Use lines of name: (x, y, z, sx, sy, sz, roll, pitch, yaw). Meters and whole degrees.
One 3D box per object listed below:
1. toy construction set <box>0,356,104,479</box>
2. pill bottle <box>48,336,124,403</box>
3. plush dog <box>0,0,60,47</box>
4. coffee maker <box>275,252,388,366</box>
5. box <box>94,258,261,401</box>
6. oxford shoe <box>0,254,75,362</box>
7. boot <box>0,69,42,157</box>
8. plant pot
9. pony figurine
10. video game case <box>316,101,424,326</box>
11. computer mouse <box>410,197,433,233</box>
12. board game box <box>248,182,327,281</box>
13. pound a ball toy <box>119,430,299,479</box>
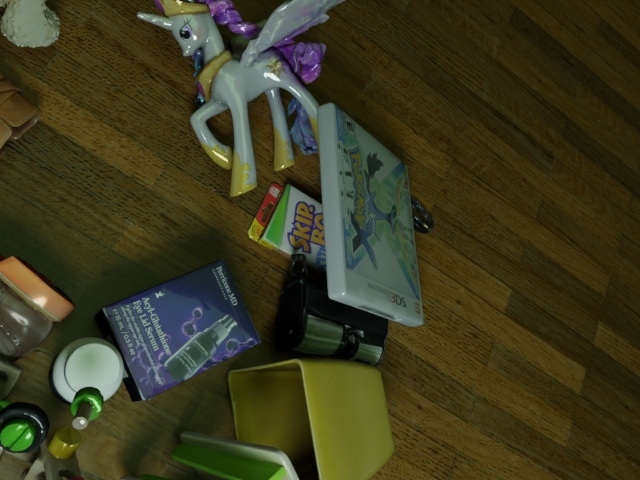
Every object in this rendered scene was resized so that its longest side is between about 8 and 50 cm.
toy construction set: (-0.411, 0.301, 0.837, 0.257, 0.237, 0.309, 3, 105, -12)
pill bottle: (-0.332, 0.187, 0.911, 0.094, 0.169, 0.094, 7, 74, -24)
plush dog: (-0.521, -0.443, 0.965, 0.225, 0.210, 0.262, 48, 27, 25)
coffee maker: (0.026, 0.128, 1.120, 0.178, 0.120, 0.171, 18, 84, -29)
box: (-0.224, 0.140, 1.011, 0.207, 0.108, 0.153, -25, 88, -28)
oxford shoe: (-0.529, 0.025, 0.888, 0.364, 0.130, 0.132, 40, 76, -6)
boot: (-0.579, -0.175, 0.937, 0.220, 0.109, 0.283, 42, 55, -14)
plant pot: (-0.004, 0.294, 1.035, 0.187, 0.212, 0.212, -1, 77, -40)
pony figurine: (-0.099, -0.304, 1.125, 0.351, 0.303, 0.363, -26, 104, -20)
video game case: (0.092, -0.033, 1.115, 0.300, 0.036, 0.329, 26, 55, -54)
computer mouse: (0.136, -0.090, 1.285, 0.242, 0.041, 0.071, 30, 65, -17)
board game box: (0.000, 0.000, 1.202, 0.259, 0.039, 0.124, 29, 65, -13)
pound a ball toy: (-0.189, 0.382, 0.875, 0.208, 0.319, 0.135, -31, 102, -41)
